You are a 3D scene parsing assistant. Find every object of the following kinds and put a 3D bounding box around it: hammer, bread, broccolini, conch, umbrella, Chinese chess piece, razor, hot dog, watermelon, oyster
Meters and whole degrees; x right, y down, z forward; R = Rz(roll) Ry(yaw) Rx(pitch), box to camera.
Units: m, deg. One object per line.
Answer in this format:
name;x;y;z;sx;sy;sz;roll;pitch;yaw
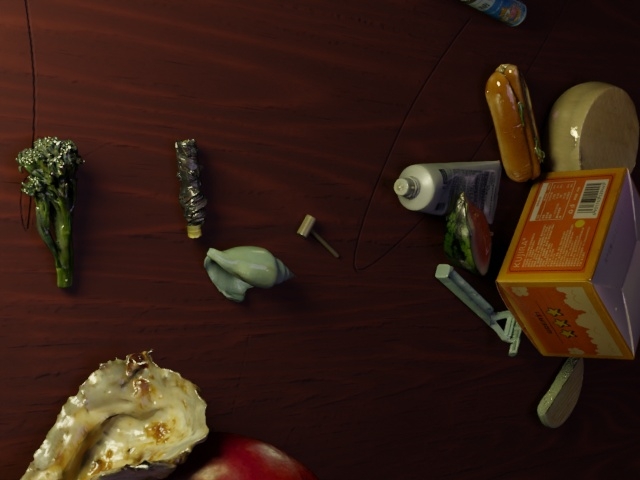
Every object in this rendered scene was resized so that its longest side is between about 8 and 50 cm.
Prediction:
hammer;0.000;0.000;1.649;0.110;0.019;0.036;45;69;-47
bread;0.540;0.350;2.255;0.193;0.036;0.112;-49;134;-29
broccolini;-0.325;-0.034;1.282;0.091;0.068;0.203;-45;131;-52
conch;-0.109;0.045;1.527;0.180;0.088;0.065;14;47;-39
umbrella;-0.183;-0.074;1.431;0.037;0.040;0.144;-26;119;-48
Chinese chess piece;0.562;-0.205;2.092;0.250;0.097;0.251;-12;107;-43
razor;0.308;0.121;1.961;0.278;0.056;0.111;36;62;-36
hot dog;0.376;-0.222;1.921;0.100;0.068;0.250;-47;130;-34
watermelon;0.283;-0.001;1.865;0.119;0.063;0.245;-66;149;-14
oyster;-0.297;0.296;1.307;0.337;0.197;0.133;-38;130;-22

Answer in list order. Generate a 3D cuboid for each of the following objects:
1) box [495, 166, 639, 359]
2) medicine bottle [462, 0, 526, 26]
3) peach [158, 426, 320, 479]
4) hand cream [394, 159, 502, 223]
box;0.513;0.047;1.987;0.259;0.213;0.284;53;51;-37
medicine bottle;0.299;-0.434;1.808;0.191;0.051;0.051;11;93;-44
peach;-0.130;0.472;1.471;0.339;0.353;0.416;-49;172;-17
hand cream;0.239;-0.093;1.836;0.340;0.077;0.124;-1;99;-53
